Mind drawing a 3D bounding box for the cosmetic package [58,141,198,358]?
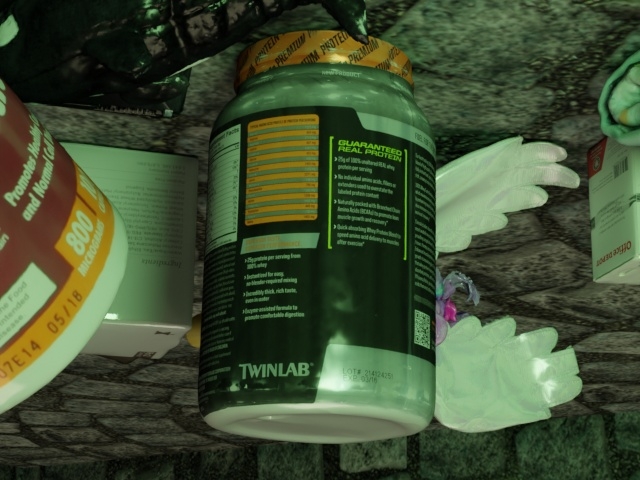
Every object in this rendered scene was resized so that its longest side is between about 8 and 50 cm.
[{"bbox_3d":[-0.215,0.015,1.491,0.151,0.183,0.151,6,162,-16],"label":"cosmetic package"}]

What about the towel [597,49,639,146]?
[{"bbox_3d":[0.445,-0.107,1.120,0.321,0.090,0.374,10,172,-21],"label":"towel"}]

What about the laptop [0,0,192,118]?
[{"bbox_3d":[-0.222,-0.176,1.157,0.234,0.136,0.264,6,-172,-13],"label":"laptop"}]

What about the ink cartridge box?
[{"bbox_3d":[0.300,-0.034,1.377,0.056,0.135,0.099,5,163,-14],"label":"ink cartridge box"}]

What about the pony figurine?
[{"bbox_3d":[0.069,0.060,1.466,0.351,0.302,0.363,-20,-160,-25],"label":"pony figurine"}]

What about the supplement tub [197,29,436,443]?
[{"bbox_3d":[0.000,0.000,1.200,0.194,0.316,0.193,2,164,1],"label":"supplement tub"}]

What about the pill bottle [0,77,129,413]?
[{"bbox_3d":[-0.326,-0.068,0.964,0.224,0.224,0.392,-10,134,34],"label":"pill bottle"}]

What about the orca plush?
[{"bbox_3d":[-0.109,-0.134,1.023,0.287,0.102,0.151,-1,133,2],"label":"orca plush"}]

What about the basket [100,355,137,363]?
[{"bbox_3d":[-0.313,0.046,1.676,0.227,0.154,0.204,13,158,-25],"label":"basket"}]
